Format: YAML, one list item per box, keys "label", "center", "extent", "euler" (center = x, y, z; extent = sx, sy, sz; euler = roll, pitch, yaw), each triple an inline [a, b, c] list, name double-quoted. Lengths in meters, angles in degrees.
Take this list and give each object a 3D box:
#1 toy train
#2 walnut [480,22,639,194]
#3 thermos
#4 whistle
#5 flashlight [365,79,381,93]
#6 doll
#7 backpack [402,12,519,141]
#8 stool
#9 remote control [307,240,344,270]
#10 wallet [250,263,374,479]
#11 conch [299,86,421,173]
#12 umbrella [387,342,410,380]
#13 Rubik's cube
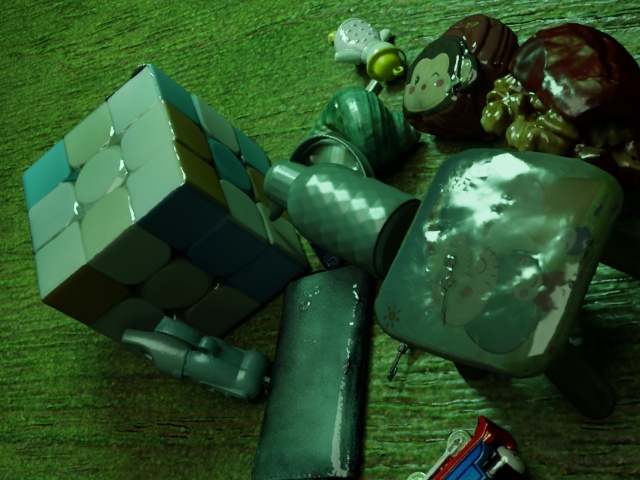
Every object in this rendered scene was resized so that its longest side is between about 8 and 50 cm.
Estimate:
- label: "toy train"
  center: [0.195, 0.352, 1.539]
  extent: [0.204, 0.083, 0.131]
  euler: [-48, 43, 8]
- label: "walnut"
  center: [0.360, -0.187, 1.616]
  extent: [0.269, 0.244, 0.221]
  euler: [-107, 18, -63]
- label: "thermos"
  center: [0.034, -0.067, 1.847]
  extent: [0.286, 0.145, 0.182]
  euler: [29, 105, 32]
- label: "whistle"
  center: [-0.206, 0.206, 1.908]
  extent: [0.274, 0.186, 0.093]
  euler: [16, 65, 7]
- label: "flashlight"
  center: [0.081, -0.259, 2.070]
  extent: [0.018, 0.018, 0.083]
  euler: [31, 85, 46]
- label: "doll"
  center: [0.090, -0.354, 2.079]
  extent: [0.129, 0.081, 0.207]
  euler: [-28, 44, -20]
- label: "backpack"
  center: [0.242, -0.275, 1.865]
  extent: [0.229, 0.139, 0.229]
  euler: [-42, 33, 35]
- label: "stool"
  center: [0.280, 0.058, 1.552]
  extent: [0.310, 0.226, 0.310]
  euler: [15, 74, 44]
- label: "remote control"
  center: [0.001, 0.001, 1.969]
  extent: [0.043, 0.027, 0.152]
  euler: [-46, 42, 14]
- label: "wallet"
  center: [-0.007, 0.217, 1.822]
  extent: [0.191, 0.046, 0.379]
  euler: [-14, 55, 33]
- label: "conch"
  center: [0.067, -0.171, 1.951]
  extent: [0.202, 0.134, 0.196]
  euler: [-2, 104, 33]
- label: "umbrella"
  center: [0.157, 0.102, 1.770]
  extent: [0.269, 0.044, 0.044]
  euler: [-63, 6, -20]
- label: "Rubik's cube"
  center: [-0.284, -0.036, 2.007]
  extent: [0.347, 0.344, 0.346]
  euler: [-37, 45, 18]
